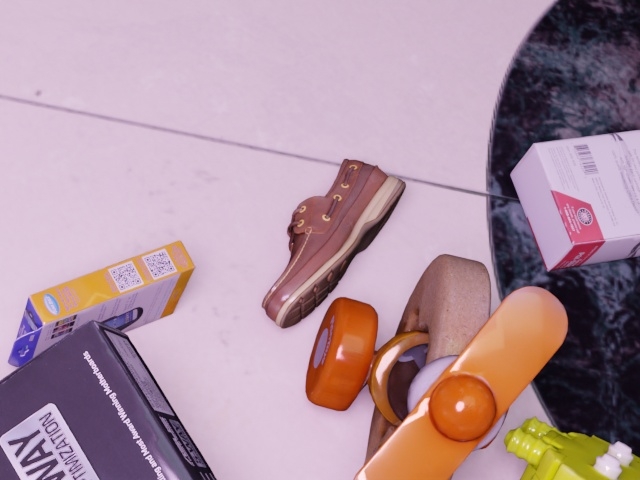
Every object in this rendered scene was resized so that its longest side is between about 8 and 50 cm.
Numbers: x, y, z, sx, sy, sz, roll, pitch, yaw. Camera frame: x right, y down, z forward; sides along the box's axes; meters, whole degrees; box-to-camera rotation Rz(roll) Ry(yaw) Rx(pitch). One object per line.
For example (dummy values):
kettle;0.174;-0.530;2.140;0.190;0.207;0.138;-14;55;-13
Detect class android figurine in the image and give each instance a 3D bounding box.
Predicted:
android figurine;0.255;0.204;1.053;0.273;0.248;0.056;30;100;18

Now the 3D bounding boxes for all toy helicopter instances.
toy helicopter;0.066;0.170;0.980;0.140;0.235;0.355;17;62;-10

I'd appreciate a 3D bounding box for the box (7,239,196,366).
box;-0.161;0.048;1.057;0.136;0.081;0.028;-19;70;-27

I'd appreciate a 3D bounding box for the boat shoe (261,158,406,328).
boat shoe;0.000;0.000;1.155;0.060;0.064;0.178;34;50;7

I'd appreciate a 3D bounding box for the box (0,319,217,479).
box;-0.147;0.241;0.893;0.242;0.076;0.307;-34;75;3

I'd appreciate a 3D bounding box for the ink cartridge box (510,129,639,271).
ink cartridge box;0.244;-0.036;1.259;0.135;0.056;0.099;-7;65;-22
